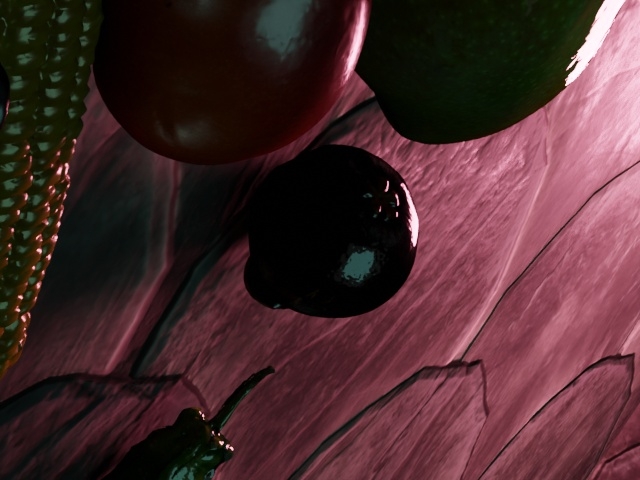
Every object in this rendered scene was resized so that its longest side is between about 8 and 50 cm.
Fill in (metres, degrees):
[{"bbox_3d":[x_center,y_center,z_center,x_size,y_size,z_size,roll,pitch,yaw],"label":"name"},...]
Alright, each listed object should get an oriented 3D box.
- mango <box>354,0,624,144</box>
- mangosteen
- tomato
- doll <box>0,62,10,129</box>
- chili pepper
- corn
[{"bbox_3d":[0.095,-0.177,0.919,0.382,0.201,0.225,95,16,-65],"label":"mango"},{"bbox_3d":[0.000,0.000,1.077,0.137,0.137,0.151,-27,179,-44],"label":"mangosteen"},{"bbox_3d":[-0.047,-0.133,0.736,0.136,0.195,0.195,0,134,-11],"label":"tomato"},{"bbox_3d":[-0.242,-0.076,0.530,0.248,0.088,0.127,19,99,-38],"label":"doll"},{"bbox_3d":[-0.150,0.196,1.114,0.279,0.065,0.122,-38,155,-22],"label":"chili pepper"},{"bbox_3d":[-0.171,-0.059,0.694,0.120,0.120,0.363,-32,150,-40],"label":"corn"}]
